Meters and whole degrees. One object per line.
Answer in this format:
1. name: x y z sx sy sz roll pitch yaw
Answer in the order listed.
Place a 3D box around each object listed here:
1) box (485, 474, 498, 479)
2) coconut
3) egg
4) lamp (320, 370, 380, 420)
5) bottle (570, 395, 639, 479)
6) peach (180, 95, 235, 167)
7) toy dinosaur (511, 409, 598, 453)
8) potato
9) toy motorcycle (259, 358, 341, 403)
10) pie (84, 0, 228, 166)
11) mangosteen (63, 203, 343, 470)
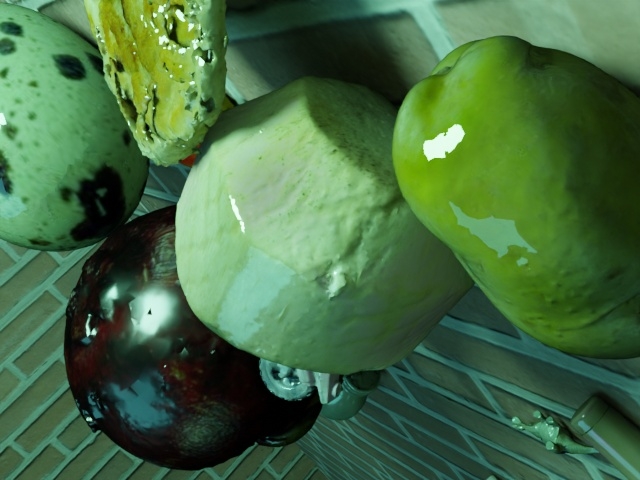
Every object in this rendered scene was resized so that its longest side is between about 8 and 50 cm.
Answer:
1. box: 0.349 0.474 1.239 0.220 0.032 0.122 41 165 47
2. coconut: 0.000 0.000 0.661 0.259 0.259 0.259 39 162 15
3. egg: -0.402 -0.160 1.098 0.379 0.288 0.287 60 166 14
4. lamp: 0.046 0.251 1.365 0.106 0.106 0.193 44 154 1
5. bottle: 0.290 0.194 0.758 0.096 0.045 0.045 42 163 14
6. peach: -0.137 -0.127 0.894 0.101 0.101 0.100 39 162 15
7. toy dinosaur: 0.264 0.220 0.894 0.058 0.037 0.180 25 177 -20
8. potato: 0.131 -0.023 0.450 0.200 0.137 0.154 48 163 -17
9. toy motorcycle: 0.029 0.067 0.859 0.204 0.108 0.239 7 112 23
10. pie: -0.137 -0.191 0.622 0.274 0.055 0.274 35 132 53
11. mangosteen: -0.155 0.126 1.114 0.381 0.381 0.421 36 -170 25
